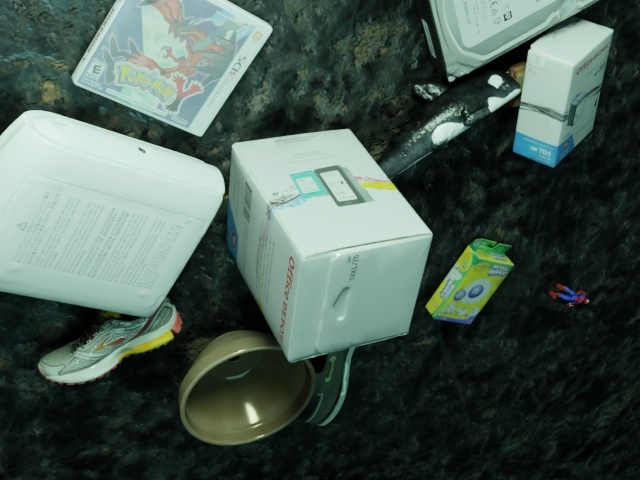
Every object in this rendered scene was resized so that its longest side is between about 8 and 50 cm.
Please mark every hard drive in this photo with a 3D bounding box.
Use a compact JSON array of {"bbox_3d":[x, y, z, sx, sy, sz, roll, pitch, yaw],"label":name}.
[{"bbox_3d":[0.292,-0.399,1.252,0.338,0.064,0.237,-30,137,-5],"label":"hard drive"}]

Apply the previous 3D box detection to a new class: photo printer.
[{"bbox_3d":[-0.318,-0.030,1.195,0.307,0.107,0.256,15,119,-37],"label":"photo printer"}]

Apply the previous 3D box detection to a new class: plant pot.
[{"bbox_3d":[-0.136,0.234,1.528,0.237,0.110,0.237,-12,130,-15],"label":"plant pot"}]

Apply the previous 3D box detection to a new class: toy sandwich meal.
[{"bbox_3d":[0.321,-0.248,1.425,0.085,0.029,0.086,-16,134,-17],"label":"toy sandwich meal"}]

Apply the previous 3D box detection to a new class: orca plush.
[{"bbox_3d":[0.164,-0.193,1.370,0.287,0.102,0.151,-33,-178,12],"label":"orca plush"}]

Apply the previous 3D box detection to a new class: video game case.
[{"bbox_3d":[-0.188,-0.242,1.143,0.201,0.023,0.183,20,116,-40],"label":"video game case"}]

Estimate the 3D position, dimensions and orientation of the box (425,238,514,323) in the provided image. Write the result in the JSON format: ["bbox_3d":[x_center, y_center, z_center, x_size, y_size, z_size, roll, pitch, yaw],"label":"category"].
[{"bbox_3d":[0.291,0.078,1.690,0.105,0.043,0.179,11,120,-37],"label":"box"}]

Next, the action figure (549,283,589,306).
[{"bbox_3d":[0.533,0.119,1.876,0.115,0.030,0.038,15,114,-40],"label":"action figure"}]

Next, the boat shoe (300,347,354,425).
[{"bbox_3d":[0.003,0.209,1.596,0.091,0.109,0.305,0,122,-29],"label":"boat shoe"}]

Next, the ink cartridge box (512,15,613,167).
[{"bbox_3d":[0.381,-0.235,1.402,0.139,0.082,0.191,-40,146,-34],"label":"ink cartridge box"}]

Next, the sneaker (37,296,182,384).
[{"bbox_3d":[-0.332,0.141,1.369,0.225,0.088,0.093,-28,125,-12],"label":"sneaker"}]

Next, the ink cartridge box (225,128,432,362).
[{"bbox_3d":[0.000,0.000,1.286,0.197,0.270,0.198,-10,133,-22],"label":"ink cartridge box"}]
